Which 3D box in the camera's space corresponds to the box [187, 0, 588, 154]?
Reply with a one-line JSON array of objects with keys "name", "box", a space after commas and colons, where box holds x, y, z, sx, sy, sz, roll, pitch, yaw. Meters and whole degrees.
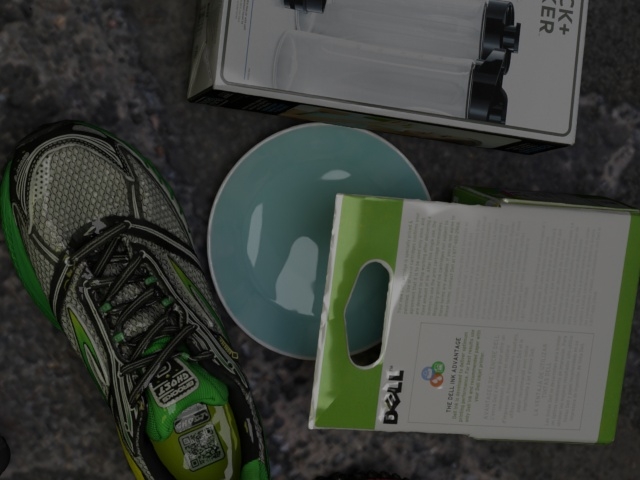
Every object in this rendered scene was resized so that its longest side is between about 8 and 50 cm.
[{"name": "box", "box": [0.055, -0.169, 1.477, 0.290, 0.087, 0.169, 9, 84, -17]}]

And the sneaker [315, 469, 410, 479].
[{"name": "sneaker", "box": [-0.018, 0.282, 1.522, 0.262, 0.104, 0.125, -32, 120, -7]}]

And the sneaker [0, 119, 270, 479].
[{"name": "sneaker", "box": [-0.120, 0.065, 1.431, 0.134, 0.146, 0.343, -30, 102, -11]}]

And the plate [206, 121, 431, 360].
[{"name": "plate", "box": [0.000, 0.000, 1.522, 0.188, 0.024, 0.188, -2, 97, -15]}]

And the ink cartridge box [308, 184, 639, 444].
[{"name": "ink cartridge box", "box": [0.109, 0.052, 1.508, 0.255, 0.097, 0.189, 4, 99, -18]}]

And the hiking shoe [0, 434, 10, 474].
[{"name": "hiking shoe", "box": [-0.285, 0.245, 1.446, 0.114, 0.086, 0.227, 34, 91, -30]}]
